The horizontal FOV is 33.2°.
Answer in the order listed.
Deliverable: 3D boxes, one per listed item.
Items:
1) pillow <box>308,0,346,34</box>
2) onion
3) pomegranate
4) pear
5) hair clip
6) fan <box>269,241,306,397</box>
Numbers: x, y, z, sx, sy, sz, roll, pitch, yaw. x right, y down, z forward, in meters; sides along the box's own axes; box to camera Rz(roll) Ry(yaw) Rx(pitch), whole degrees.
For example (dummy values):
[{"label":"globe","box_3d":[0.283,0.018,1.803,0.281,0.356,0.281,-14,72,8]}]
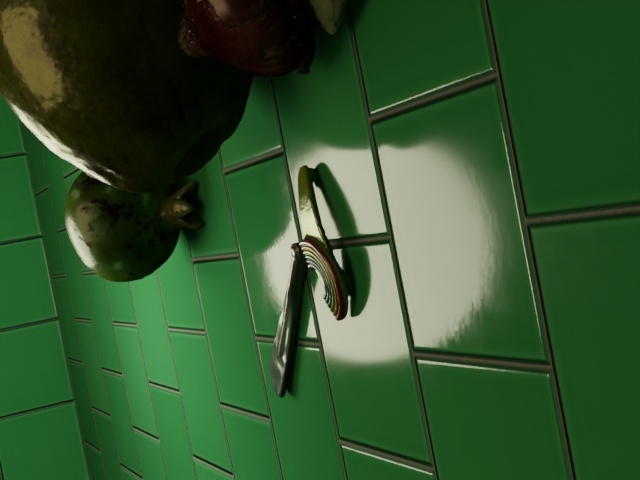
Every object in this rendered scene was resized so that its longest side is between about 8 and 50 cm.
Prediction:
[{"label":"pillow","box_3d":[-0.009,-0.390,1.046,0.274,0.076,0.281,68,155,21]},{"label":"onion","box_3d":[-0.088,-0.244,1.166,0.147,0.184,0.184,-38,55,16]},{"label":"pomegranate","box_3d":[-0.302,-0.037,1.774,0.263,0.211,0.211,-5,90,22]},{"label":"pear","box_3d":[-0.248,-0.258,1.341,0.413,0.351,0.352,60,153,13]},{"label":"hair clip","box_3d":[0.000,0.000,1.261,0.060,0.033,0.189,-41,64,63]},{"label":"fan","box_3d":[-0.045,0.103,1.426,0.057,0.023,0.282,-112,24,-44]}]
